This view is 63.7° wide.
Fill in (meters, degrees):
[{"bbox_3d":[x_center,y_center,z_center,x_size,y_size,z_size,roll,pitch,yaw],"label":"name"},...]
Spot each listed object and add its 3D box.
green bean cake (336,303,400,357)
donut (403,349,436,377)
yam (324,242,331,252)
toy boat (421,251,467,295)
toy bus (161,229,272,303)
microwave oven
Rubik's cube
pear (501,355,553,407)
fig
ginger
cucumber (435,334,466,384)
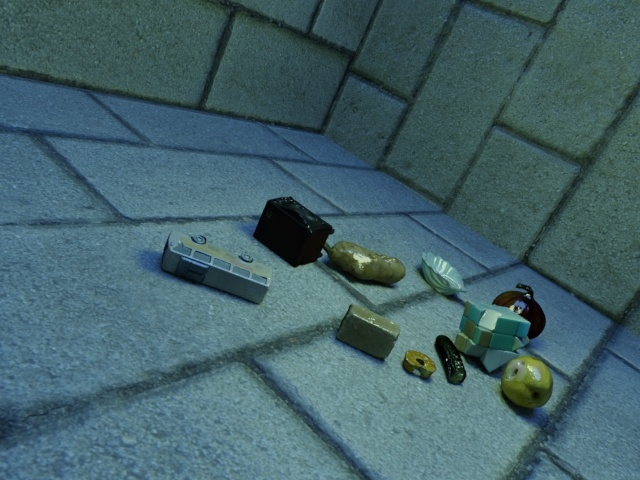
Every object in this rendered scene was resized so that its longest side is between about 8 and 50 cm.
[{"bbox_3d":[0.151,0.288,1.631,0.179,0.109,0.085,27,21,0],"label":"green bean cake"},{"bbox_3d":[0.314,0.397,1.653,0.108,0.043,0.097,25,21,0],"label":"donut"},{"bbox_3d":[0.002,0.000,2.256,0.027,0.029,0.234,44,4,-40],"label":"yam"},{"bbox_3d":[0.562,0.164,2.402,0.199,0.100,0.290,15,23,-26],"label":"toy boat"},{"bbox_3d":[-0.321,0.084,1.599,0.342,0.097,0.138,22,28,-14],"label":"toy bus"},{"bbox_3d":[-0.103,-0.044,2.009,0.247,0.188,0.178,34,22,22],"label":"microwave oven"},{"bbox_3d":[0.636,0.356,1.909,0.265,0.213,0.224,11,9,-8],"label":"Rubik's cube"},{"bbox_3d":[0.694,0.478,1.728,0.177,0.178,0.178,22,21,-9],"label":"pear"},{"bbox_3d":[0.861,0.323,2.246,0.235,0.214,0.235,34,34,-28],"label":"fig"},{"bbox_3d":[0.195,0.097,2.105,0.353,0.126,0.190,15,18,-22],"label":"ginger"},{"bbox_3d":[0.446,0.394,1.780,0.067,0.067,0.245,21,23,-11],"label":"cucumber"}]
